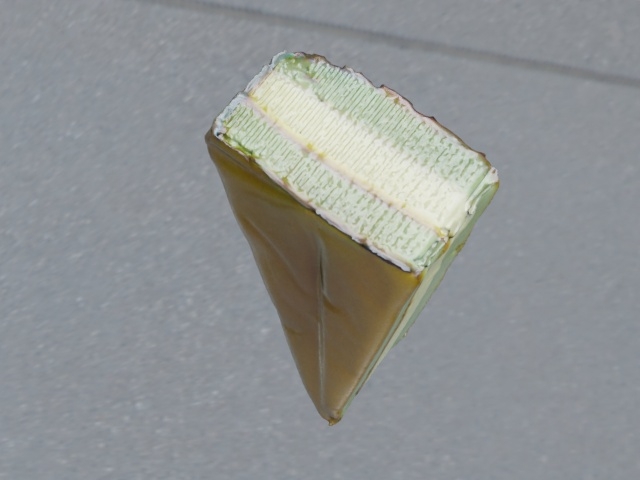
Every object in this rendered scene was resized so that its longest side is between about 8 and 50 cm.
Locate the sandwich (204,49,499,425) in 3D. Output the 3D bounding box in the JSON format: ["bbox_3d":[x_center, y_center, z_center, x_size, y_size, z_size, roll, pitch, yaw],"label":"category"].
[{"bbox_3d":[0.000,0.000,0.732,0.113,0.163,0.079,37,59,9],"label":"sandwich"}]
